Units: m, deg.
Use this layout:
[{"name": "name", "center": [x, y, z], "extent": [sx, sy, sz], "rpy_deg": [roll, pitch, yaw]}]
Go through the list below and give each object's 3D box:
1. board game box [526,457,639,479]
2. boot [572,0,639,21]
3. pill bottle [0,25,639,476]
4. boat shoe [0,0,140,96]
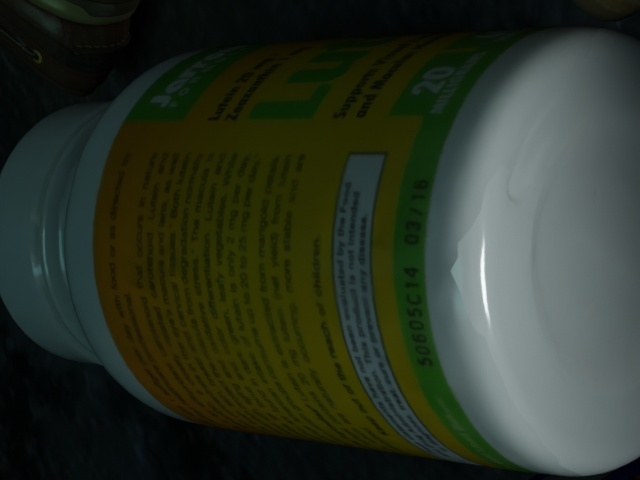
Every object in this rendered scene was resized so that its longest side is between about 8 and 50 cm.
[{"name": "board game box", "center": [0.192, 0.238, 0.597], "extent": [0.233, 0.078, 0.347], "rpy_deg": [-8, 99, 46]}, {"name": "boot", "center": [0.093, -0.224, 0.517], "extent": [0.211, 0.104, 0.295], "rpy_deg": [-33, 86, 41]}, {"name": "pill bottle", "center": [0.000, 0.000, 0.653], "extent": [0.245, 0.136, 0.136], "rpy_deg": [2, 107, 44]}, {"name": "boat shoe", "center": [-0.149, -0.121, 0.806], "extent": [0.178, 0.064, 0.060], "rpy_deg": [36, 125, 27]}]
